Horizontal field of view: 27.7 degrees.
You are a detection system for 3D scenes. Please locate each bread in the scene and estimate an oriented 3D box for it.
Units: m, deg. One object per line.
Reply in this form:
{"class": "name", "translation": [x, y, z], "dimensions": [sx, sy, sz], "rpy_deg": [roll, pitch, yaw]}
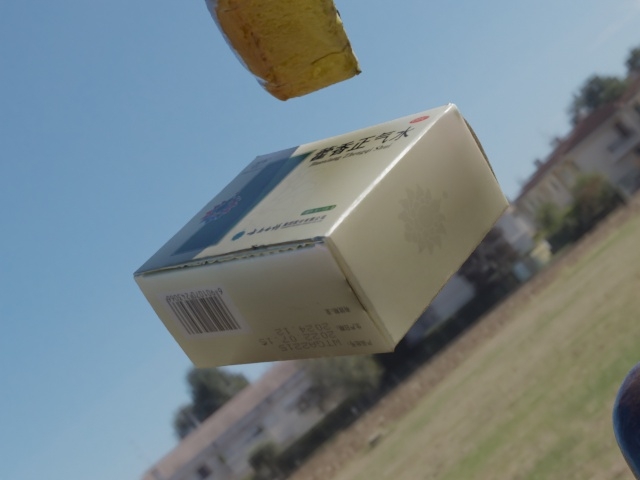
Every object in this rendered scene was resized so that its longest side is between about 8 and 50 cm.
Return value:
{"class": "bread", "translation": [-0.039, -0.201, 1.046], "dimensions": [0.094, 0.102, 0.245], "rpy_deg": [-18, -24, 8]}

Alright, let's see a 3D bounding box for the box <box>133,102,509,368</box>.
{"class": "box", "translation": [0.000, 0.000, 0.914], "dimensions": [0.212, 0.095, 0.168], "rpy_deg": [-11, 26, 47]}

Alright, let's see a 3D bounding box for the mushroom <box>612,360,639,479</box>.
{"class": "mushroom", "translation": [0.393, 0.180, 1.220], "dimensions": [0.194, 0.231, 0.138], "rpy_deg": [-47, -25, -57]}
